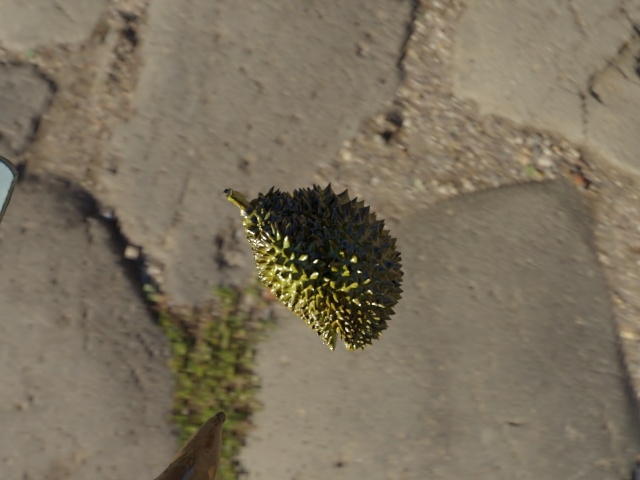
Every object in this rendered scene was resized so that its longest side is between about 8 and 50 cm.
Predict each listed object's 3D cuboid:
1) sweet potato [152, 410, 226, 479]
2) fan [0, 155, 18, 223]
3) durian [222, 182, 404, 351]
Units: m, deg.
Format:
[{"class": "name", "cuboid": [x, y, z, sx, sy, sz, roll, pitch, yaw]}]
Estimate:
[{"class": "sweet potato", "cuboid": [-0.171, 0.247, 1.448, 0.067, 0.281, 0.059, 10, 124, 53]}, {"class": "fan", "cuboid": [-0.328, 0.054, 1.506, 0.057, 0.023, 0.282, 15, 105, 3]}, {"class": "durian", "cuboid": [0.000, 0.000, 1.581, 0.208, 0.146, 0.102, 34, 143, -7]}]
